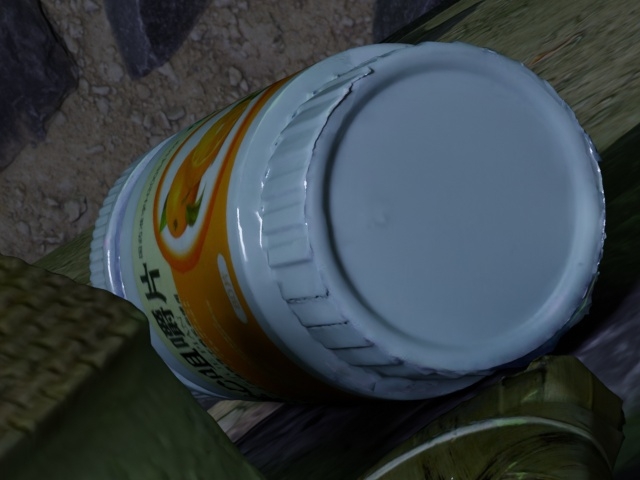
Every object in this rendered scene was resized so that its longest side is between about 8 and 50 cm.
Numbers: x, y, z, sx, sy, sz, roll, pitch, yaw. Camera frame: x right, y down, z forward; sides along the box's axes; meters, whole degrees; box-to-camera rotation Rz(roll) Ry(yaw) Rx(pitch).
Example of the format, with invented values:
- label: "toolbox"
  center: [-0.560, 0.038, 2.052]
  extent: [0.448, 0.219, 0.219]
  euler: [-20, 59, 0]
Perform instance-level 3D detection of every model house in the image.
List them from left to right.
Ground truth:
- label: "model house"
  center: [-0.143, 0.125, 0.651]
  extent: [0.214, 0.189, 0.195]
  euler: [-27, 9, 36]

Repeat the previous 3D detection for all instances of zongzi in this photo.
- label: "zongzi"
  center: [0.048, 0.096, 0.561]
  extent: [0.104, 0.052, 0.113]
  euler: [-40, 19, 25]

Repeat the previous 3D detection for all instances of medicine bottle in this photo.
- label: "medicine bottle"
  center: [0.000, 0.000, 0.866]
  extent: [0.158, 0.158, 0.318]
  euler: [-38, 9, -21]
